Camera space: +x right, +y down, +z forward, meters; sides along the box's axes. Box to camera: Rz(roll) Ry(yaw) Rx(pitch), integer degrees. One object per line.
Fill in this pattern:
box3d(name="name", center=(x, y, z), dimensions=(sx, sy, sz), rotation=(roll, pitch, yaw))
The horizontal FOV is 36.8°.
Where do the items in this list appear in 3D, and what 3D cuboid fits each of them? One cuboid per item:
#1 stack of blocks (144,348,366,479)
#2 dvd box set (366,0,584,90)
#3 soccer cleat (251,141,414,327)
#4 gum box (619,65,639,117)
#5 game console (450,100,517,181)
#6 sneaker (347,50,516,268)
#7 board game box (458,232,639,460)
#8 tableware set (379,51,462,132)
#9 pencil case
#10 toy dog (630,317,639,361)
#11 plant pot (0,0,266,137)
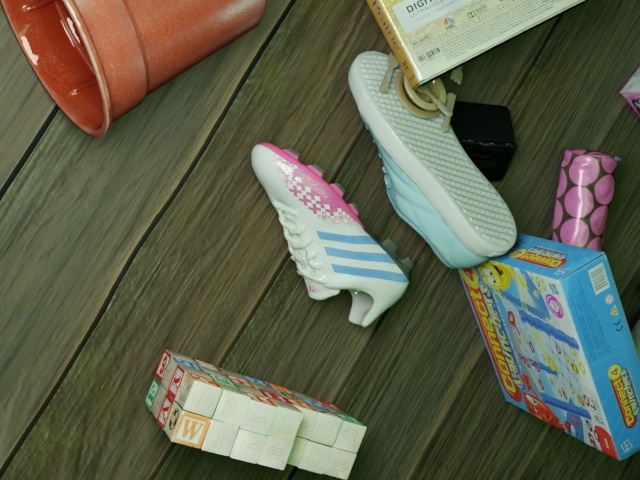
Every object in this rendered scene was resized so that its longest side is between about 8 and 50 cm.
box3d(name="stack of blocks", center=(-0.087, 0.260, 1.393), dimensions=(0.297, 0.171, 0.087), rotation=(22, 89, -24))
box3d(name="dvd box set", center=(0.169, -0.468, 1.370), dimensions=(0.308, 0.062, 0.420), rotation=(-29, 92, -10))
box3d(name="soccer cleat", center=(0.000, 0.000, 1.420), dimensions=(0.331, 0.116, 0.143), rotation=(43, 80, -22))
box3d(name="gum box", center=(0.613, -0.281, 1.663), dimensions=(0.107, 0.062, 0.188), rotation=(43, 81, -22))
box3d(name="game console", center=(0.248, -0.160, 1.557), dimensions=(0.122, 0.071, 0.107), rotation=(2, 127, -22))
box3d(name="sneaker", center=(0.134, -0.107, 1.458), dimensions=(0.135, 0.150, 0.366), rotation=(-29, 84, -42))
box3d(name="board game box", center=(0.356, 0.147, 1.490), dimensions=(0.086, 0.302, 0.308), rotation=(-27, 107, -16))
box3d(name="tableware set", center=(0.167, -0.265, 1.436), dimensions=(0.128, 0.039, 0.194), rotation=(30, 54, -18))
box3d(name="pencil case", center=(0.446, -0.047, 1.617), dimensions=(0.098, 0.095, 0.209), rotation=(4, 99, -39))
box3d(name="toy dog", center=(0.597, 0.204, 1.675), dimensions=(0.220, 0.161, 0.333), rotation=(26, 87, -23))
box3d(name="plant pot", center=(-0.230, -0.310, 1.213), dimensions=(0.265, 0.272, 0.272), rotation=(-33, 109, -24))
